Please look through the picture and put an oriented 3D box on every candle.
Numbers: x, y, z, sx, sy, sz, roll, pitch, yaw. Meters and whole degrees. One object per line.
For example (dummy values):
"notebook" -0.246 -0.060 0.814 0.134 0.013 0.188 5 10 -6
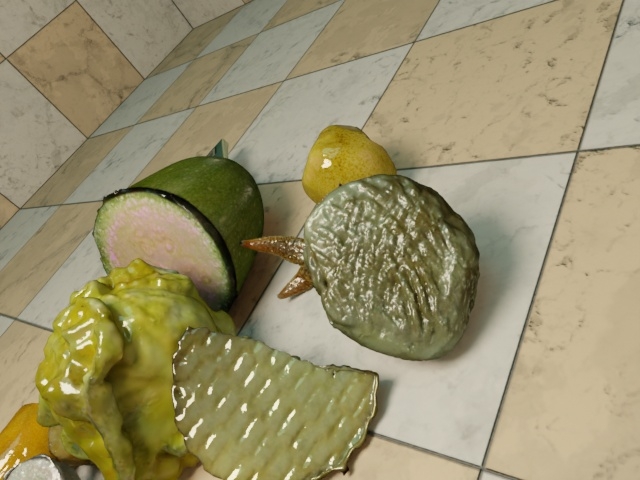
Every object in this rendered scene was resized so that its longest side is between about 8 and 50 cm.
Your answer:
"candle" -0.418 0.432 0.767 0.168 0.068 0.192 21 66 16

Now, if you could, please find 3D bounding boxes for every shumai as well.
"shumai" 0.109 0.041 0.744 0.260 0.222 0.225 42 94 19

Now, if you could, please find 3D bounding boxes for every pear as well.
"pear" 0.054 -0.127 0.954 0.178 0.178 0.178 -24 37 20

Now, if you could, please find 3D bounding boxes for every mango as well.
"mango" -0.552 0.440 0.874 0.187 0.144 0.359 18 66 43

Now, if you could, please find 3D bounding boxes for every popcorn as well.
"popcorn" -0.277 0.204 0.790 0.312 0.312 0.312 -24 37 20

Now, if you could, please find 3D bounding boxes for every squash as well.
"squash" -0.230 -0.024 1.052 0.310 0.310 0.309 -15 20 31

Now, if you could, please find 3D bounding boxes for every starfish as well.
"starfish" -0.001 -0.002 0.899 0.247 0.138 0.050 -30 6 7

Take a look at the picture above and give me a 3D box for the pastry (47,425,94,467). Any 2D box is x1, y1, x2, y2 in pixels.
"pastry" -0.408 0.313 0.899 0.081 0.153 0.153 -9 41 7

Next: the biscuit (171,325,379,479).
"biscuit" -0.072 0.224 0.666 0.273 0.036 0.187 17 72 4

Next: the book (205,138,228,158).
"book" -0.365 -0.083 1.332 0.379 0.031 0.264 -43 28 14
